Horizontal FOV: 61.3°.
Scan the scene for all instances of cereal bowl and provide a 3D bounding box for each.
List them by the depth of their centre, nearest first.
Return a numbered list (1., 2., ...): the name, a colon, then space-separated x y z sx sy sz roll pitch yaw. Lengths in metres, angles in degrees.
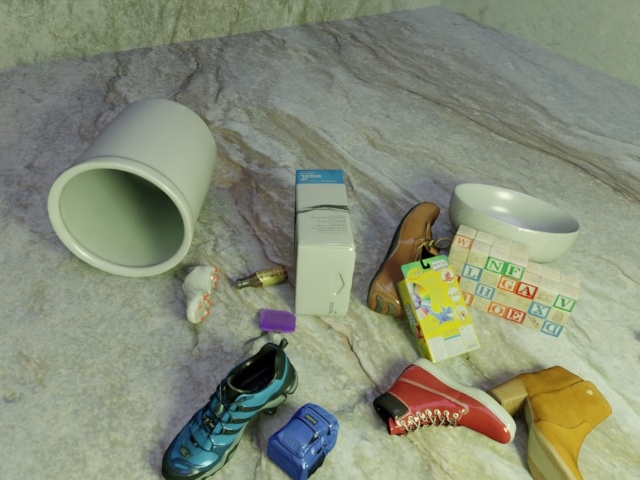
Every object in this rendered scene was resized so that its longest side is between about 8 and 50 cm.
1. cereal bowl: 0.499 -0.030 1.442 0.339 0.141 0.339 10 24 -4

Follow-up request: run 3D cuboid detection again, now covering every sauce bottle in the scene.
1. sauce bottle: -0.145 0.094 1.333 0.128 0.042 0.042 -15 43 -22

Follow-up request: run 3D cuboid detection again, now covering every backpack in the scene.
1. backpack: -0.022 0.357 0.979 0.098 0.101 0.120 36 44 23

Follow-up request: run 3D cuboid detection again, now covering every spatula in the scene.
1. spatula: -0.097 0.247 1.158 0.084 0.030 0.296 6 39 -5

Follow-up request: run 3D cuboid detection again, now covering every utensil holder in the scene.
1. utensil holder: -0.450 -0.153 1.386 0.328 0.327 0.385 4 38 0

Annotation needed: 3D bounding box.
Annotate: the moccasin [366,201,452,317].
1. moccasin: 0.243 0.039 1.362 0.147 0.139 0.380 18 41 15

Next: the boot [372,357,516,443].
1. boot: 0.229 0.345 1.032 0.244 0.088 0.176 26 43 36

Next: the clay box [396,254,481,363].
1. clay box: 0.257 0.152 1.205 0.128 0.053 0.221 -12 76 -20

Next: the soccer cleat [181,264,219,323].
1. soccer cleat: -0.293 0.126 1.267 0.076 0.068 0.196 0 32 2

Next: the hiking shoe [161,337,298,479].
1. hiking shoe: -0.174 0.302 0.982 0.113 0.132 0.304 30 59 31

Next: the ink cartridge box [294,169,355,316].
1. ink cartridge box: 0.000 0.000 1.319 0.129 0.223 0.307 1 39 -4

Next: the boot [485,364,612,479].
1. boot: 0.477 0.359 1.021 0.211 0.104 0.295 -11 37 -17

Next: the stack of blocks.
1. stack of blocks: 0.449 0.095 1.290 0.297 0.171 0.087 20 42 17
